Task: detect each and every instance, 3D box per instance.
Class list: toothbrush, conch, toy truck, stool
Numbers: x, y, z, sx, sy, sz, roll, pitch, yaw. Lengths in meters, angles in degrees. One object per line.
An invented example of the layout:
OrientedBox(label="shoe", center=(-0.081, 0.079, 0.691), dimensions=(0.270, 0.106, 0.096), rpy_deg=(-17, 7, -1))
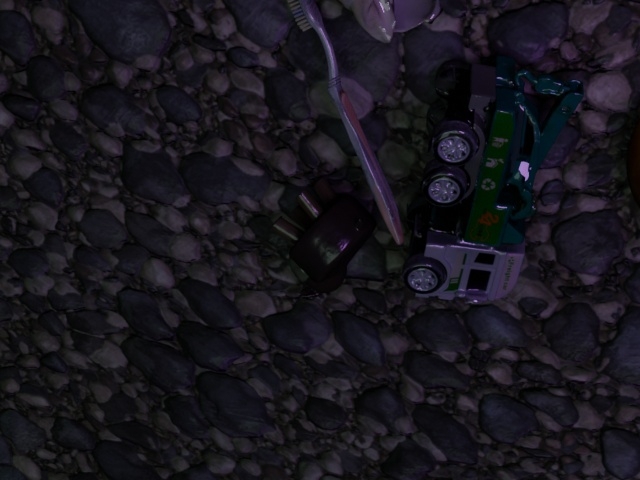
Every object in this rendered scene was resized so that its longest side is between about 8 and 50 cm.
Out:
OrientedBox(label="toothbrush", center=(0.039, -0.164, 2.021), dimensions=(0.037, 0.028, 0.375), rpy_deg=(-17, 103, 33))
OrientedBox(label="conch", center=(0.063, -0.383, 1.822), dimensions=(0.149, 0.183, 0.275), rpy_deg=(37, 138, 34))
OrientedBox(label="toy truck", center=(0.212, -0.079, 2.004), dimensions=(0.178, 0.176, 0.363), rpy_deg=(12, 130, -2))
OrientedBox(label="stool", center=(0.000, 0.000, 2.176), dimensions=(0.121, 0.125, 0.217), rpy_deg=(42, 150, 7))

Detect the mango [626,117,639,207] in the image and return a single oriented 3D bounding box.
OrientedBox(label="mango", center=(0.475, -0.066, 1.959), dimensions=(0.133, 0.111, 0.267), rpy_deg=(-26, 115, 16))
